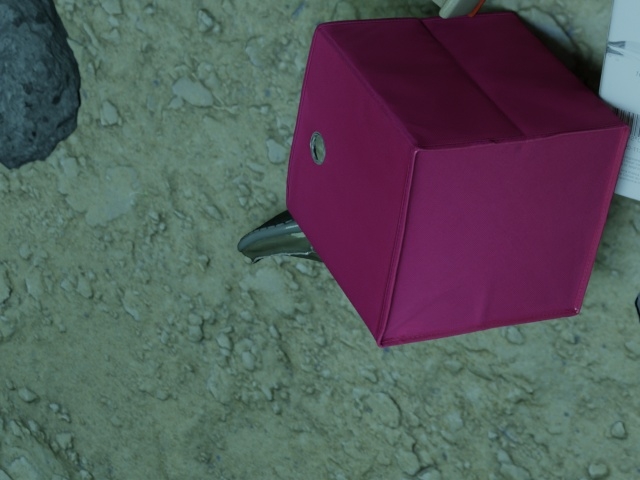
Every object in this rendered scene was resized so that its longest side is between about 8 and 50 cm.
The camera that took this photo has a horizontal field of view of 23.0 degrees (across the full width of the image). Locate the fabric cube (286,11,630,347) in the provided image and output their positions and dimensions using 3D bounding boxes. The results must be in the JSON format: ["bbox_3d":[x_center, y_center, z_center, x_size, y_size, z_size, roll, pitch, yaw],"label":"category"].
[{"bbox_3d":[0.137,-0.073,1.706,0.258,0.259,0.254,-123,34,-46],"label":"fabric cube"}]

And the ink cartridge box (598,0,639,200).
[{"bbox_3d":[0.406,-0.171,1.623,0.207,0.117,0.283,19,125,25],"label":"ink cartridge box"}]

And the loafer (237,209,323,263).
[{"bbox_3d":[0.000,0.000,2.014,0.251,0.094,0.087,-13,103,38],"label":"loafer"}]

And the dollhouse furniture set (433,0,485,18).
[{"bbox_3d":[0.192,-0.369,1.678,0.262,0.135,0.259,41,120,8],"label":"dollhouse furniture set"}]
